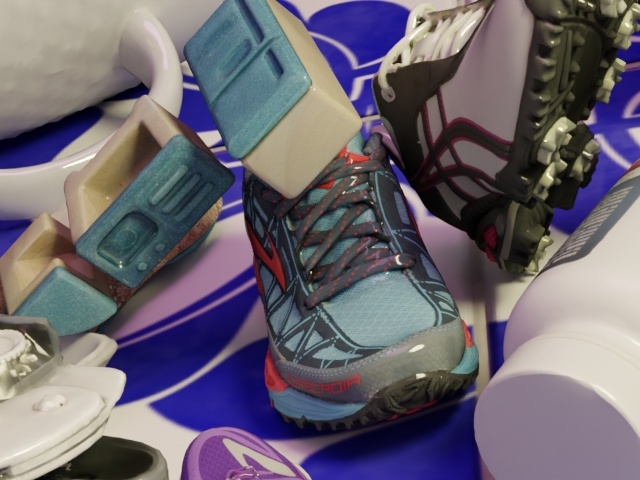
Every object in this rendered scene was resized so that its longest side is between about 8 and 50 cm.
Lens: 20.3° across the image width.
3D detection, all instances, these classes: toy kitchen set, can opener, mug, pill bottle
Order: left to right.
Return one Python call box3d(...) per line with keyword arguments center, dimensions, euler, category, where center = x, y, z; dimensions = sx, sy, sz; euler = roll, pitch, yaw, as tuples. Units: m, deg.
box3d(center=(-0.184, 0.061, 0.566), dimensions=(0.280, 0.093, 0.074), euler=(5, 22, 24), category="can opener")
box3d(center=(-0.251, -0.164, 1.251), dimensions=(0.328, 0.276, 0.374), euler=(-28, 61, -26), category="mug")
box3d(center=(-0.119, -0.052, 0.862), dimensions=(0.207, 0.166, 0.122), euler=(-47, 33, 12), category="toy kitchen set")
box3d(center=(0.141, 0.041, 0.768), dimensions=(0.108, 0.108, 0.180), euler=(5, 32, 35), category="pill bottle")

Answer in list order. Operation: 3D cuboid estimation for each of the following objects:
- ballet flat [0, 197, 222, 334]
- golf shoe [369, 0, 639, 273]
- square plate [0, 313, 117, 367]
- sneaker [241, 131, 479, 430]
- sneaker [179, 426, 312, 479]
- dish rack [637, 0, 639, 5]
box3d(center=(-0.121, -0.003, 1.043), dimensions=(0.073, 0.067, 0.206), euler=(-2, 28, 27), category="ballet flat")
box3d(center=(0.078, -0.071, 0.860), dimensions=(0.120, 0.273, 0.105), euler=(32, 69, 11), category="golf shoe")
box3d(center=(-0.330, 0.130, 0.913), dimensions=(0.347, 0.049, 0.344), euler=(7, 34, 39), category="square plate")
box3d(center=(0.000, 0.000, 0.905), dimensions=(0.104, 0.125, 0.262), euler=(-19, 26, -6), category="sneaker")
box3d(center=(-0.025, 0.118, 0.745), dimensions=(0.068, 0.071, 0.170), euler=(-19, 25, -8), category="sneaker")
box3d(center=(0.254, -0.038, 0.772), dimensions=(0.074, 0.208, 0.271), euler=(-52, 22, 14), category="dish rack")
